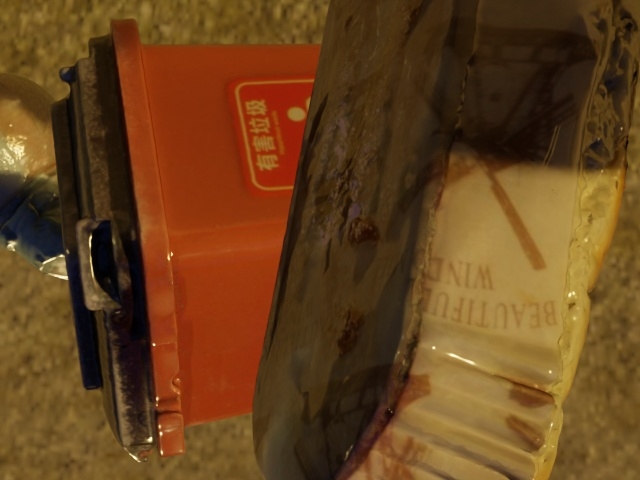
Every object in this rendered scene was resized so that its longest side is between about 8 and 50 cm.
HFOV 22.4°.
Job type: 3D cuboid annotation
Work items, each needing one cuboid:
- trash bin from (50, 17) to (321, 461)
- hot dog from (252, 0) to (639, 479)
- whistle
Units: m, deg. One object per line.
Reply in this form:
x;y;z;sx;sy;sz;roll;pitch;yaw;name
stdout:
0.000;0.000;0.760;0.239;0.161;0.184;-6;141;-9;trash bin
0.040;-0.030;0.499;0.075;0.268;0.144;19;160;-21;hot dog
-0.314;-0.042;1.710;0.348;0.189;0.189;48;131;4;whistle
